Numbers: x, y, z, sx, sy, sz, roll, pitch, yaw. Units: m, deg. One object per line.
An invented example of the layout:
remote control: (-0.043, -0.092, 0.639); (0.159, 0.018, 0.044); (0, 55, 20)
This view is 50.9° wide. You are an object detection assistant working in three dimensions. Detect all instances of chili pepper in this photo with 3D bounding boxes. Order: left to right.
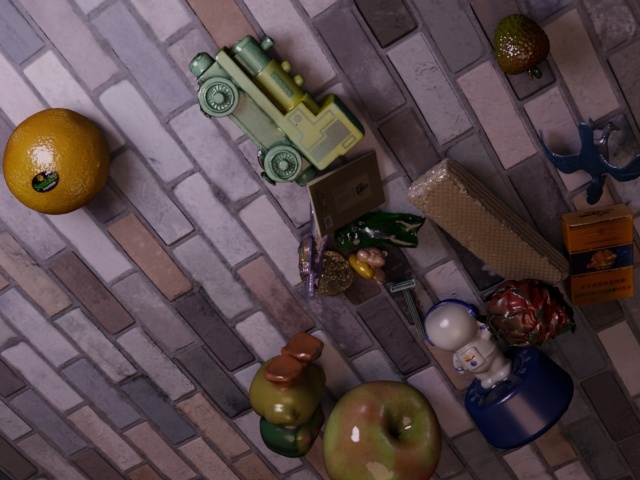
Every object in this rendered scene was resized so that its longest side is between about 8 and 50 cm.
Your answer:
chili pepper: (0.142, -0.024, 1.607); (0.225, 0.061, 0.097); (-6, 74, 20)

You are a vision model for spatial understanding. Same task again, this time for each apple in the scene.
apple: (0.155, 0.540, 1.783); (0.319, 0.319, 0.277); (19, 144, -8)

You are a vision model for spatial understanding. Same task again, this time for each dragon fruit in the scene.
dragon fruit: (0.484, 0.171, 1.578); (0.189, 0.182, 0.182); (-20, 117, -16)

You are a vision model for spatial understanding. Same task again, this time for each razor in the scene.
razor: (0.240, 0.181, 1.741); (0.068, 0.037, 0.191); (-17, 118, 15)

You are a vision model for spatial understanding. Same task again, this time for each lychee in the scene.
lychee: (0.421, -0.401, 1.403); (0.114, 0.114, 0.146); (-24, 97, 12)

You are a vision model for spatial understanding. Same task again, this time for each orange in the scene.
orange: (-0.577, -0.173, 1.478); (0.237, 0.236, 0.236); (0, 117, 1)

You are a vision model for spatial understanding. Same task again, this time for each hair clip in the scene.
hair clip: (-0.012, -0.007, 1.606); (0.090, 0.137, 0.278); (18, 96, -14)

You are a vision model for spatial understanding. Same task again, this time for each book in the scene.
book: (0.061, -0.108, 1.543); (0.199, 0.016, 0.138); (-29, 122, -26)

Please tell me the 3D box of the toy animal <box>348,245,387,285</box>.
toy animal: (0.131, 0.056, 1.656); (0.114, 0.091, 0.082); (37, 98, -14)

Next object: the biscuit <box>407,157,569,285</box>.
biscuit: (0.399, -0.024, 1.595); (0.426, 0.078, 0.144); (39, 133, -16)

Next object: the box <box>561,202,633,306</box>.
box: (0.679, 0.038, 1.645); (0.152, 0.070, 0.237); (-11, 115, 7)

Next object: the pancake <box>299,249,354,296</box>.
pancake: (0.016, 0.083, 1.702); (0.140, 0.022, 0.139); (1, 117, 2)

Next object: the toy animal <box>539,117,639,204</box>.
toy animal: (0.610, -0.178, 1.490); (0.255, 0.239, 0.176); (13, 90, -51)

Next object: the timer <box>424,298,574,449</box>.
timer: (0.420, 0.303, 1.710); (0.270, 0.270, 0.383); (-40, 95, 19)

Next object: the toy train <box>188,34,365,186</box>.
toy train: (-0.105, -0.291, 1.454); (0.237, 0.150, 0.369); (-41, 110, 10)

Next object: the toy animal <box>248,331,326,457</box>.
toy animal: (-0.090, 0.421, 1.789); (0.191, 0.216, 0.338); (13, 124, 25)
